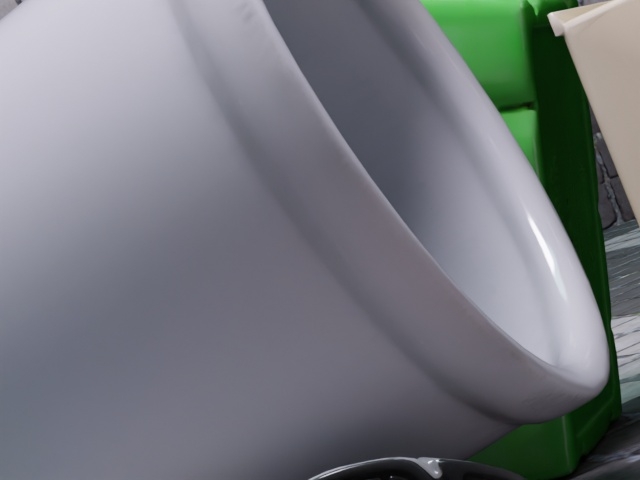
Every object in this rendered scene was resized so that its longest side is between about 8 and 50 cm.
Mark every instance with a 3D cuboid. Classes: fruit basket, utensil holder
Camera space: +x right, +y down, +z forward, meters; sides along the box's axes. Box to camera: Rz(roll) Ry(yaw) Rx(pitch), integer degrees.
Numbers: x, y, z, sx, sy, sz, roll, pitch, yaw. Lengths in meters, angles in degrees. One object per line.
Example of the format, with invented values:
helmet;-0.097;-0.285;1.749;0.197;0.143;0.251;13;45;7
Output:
fruit basket;0.000;0.000;1.248;0.392;0.392;0.283;-20;1;21
utensil holder;-0.100;0.038;0.963;0.385;0.328;0.327;-35;-4;16

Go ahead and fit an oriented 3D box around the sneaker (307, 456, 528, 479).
sneaker;-0.022;0.160;0.818;0.262;0.099;0.121;-20;-4;1

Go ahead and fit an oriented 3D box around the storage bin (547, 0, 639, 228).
storage bin;0.275;-0.045;1.090;0.123;0.262;0.260;-23;-1;30
